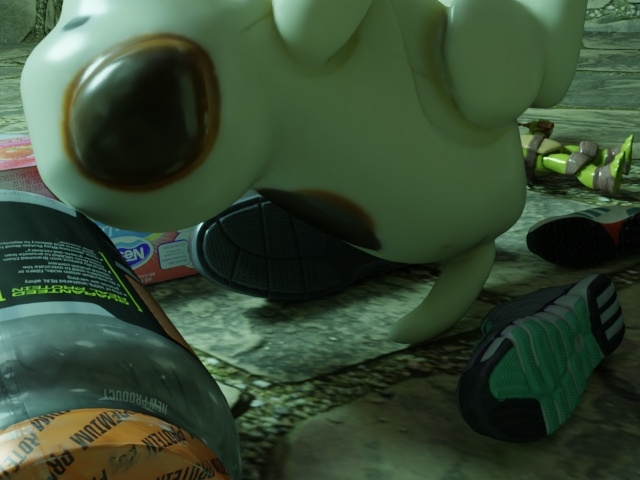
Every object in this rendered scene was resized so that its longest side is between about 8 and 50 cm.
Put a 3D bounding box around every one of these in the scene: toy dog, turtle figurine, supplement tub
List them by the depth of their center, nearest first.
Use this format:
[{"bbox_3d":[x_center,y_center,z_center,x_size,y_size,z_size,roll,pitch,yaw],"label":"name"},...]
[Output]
[{"bbox_3d":[-0.165,0.098,0.440,0.194,0.193,0.316,-13,23,-23],"label":"supplement tub"},{"bbox_3d":[-0.035,-0.111,0.662,0.408,0.395,0.285,-1,8,-29],"label":"toy dog"},{"bbox_3d":[0.295,-0.114,1.061,0.218,0.087,0.270,15,19,27],"label":"turtle figurine"}]

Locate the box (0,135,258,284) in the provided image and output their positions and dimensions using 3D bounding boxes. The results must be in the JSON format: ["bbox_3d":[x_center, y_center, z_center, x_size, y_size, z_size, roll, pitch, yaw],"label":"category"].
[{"bbox_3d":[-0.211,-0.041,0.860,0.300,0.154,0.142,-13,23,-20],"label":"box"}]

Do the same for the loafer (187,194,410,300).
[{"bbox_3d":[0.000,0.000,0.825,0.303,0.109,0.095,-8,2,-28],"label":"loafer"}]

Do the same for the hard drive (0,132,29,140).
[{"bbox_3d":[-0.580,-0.128,1.205,0.203,0.040,0.307,2,15,-6],"label":"hard drive"}]

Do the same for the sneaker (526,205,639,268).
[{"bbox_3d":[0.289,-0.006,0.851,0.162,0.057,0.075,-9,6,-11],"label":"sneaker"}]

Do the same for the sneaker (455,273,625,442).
[{"bbox_3d":[0.150,0.091,0.609,0.098,0.083,0.224,-12,6,44],"label":"sneaker"}]
